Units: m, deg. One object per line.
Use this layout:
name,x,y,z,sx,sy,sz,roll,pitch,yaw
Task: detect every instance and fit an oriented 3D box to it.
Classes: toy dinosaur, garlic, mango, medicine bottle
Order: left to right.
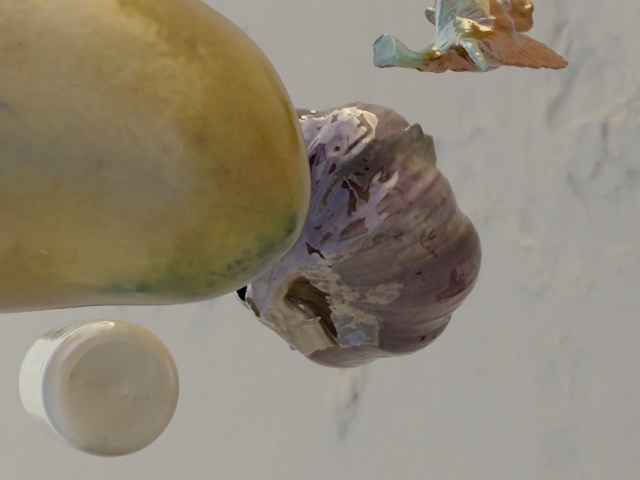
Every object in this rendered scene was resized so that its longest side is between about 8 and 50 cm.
mango,-0.154,-0.059,0.731,0.173,0.317,0.211,87,-164,-56
medicine bottle,-0.204,0.125,1.233,0.252,0.114,0.114,168,119,-70
garlic,0.000,0.000,1.123,0.160,0.245,0.245,-39,-6,-38
toy dinosaur,0.098,-0.119,0.846,0.057,0.142,0.212,-61,31,27
